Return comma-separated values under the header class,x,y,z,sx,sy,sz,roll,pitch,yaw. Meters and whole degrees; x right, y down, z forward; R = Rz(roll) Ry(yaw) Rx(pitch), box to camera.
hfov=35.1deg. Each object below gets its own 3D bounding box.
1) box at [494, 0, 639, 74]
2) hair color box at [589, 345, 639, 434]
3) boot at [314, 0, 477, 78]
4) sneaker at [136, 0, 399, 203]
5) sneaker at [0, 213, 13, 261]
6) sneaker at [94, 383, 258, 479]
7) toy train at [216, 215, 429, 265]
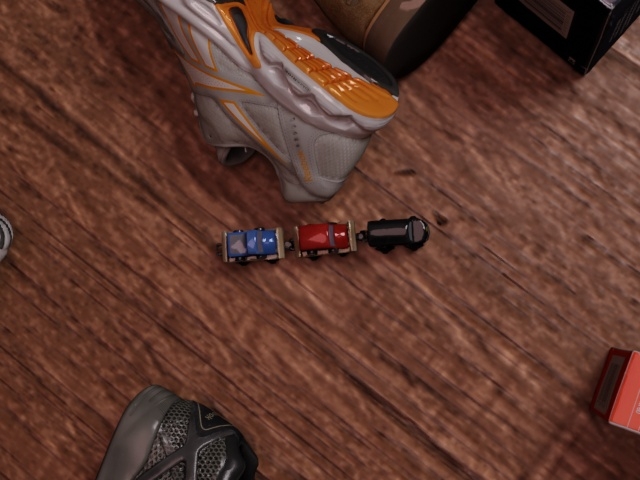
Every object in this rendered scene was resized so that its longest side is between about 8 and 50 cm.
class,x,y,z,sx,sy,sz,roll,pitch,yaw
box,0.200,-0.213,0.670,0.093,0.156,0.158,43,91,10
hair color box,0.270,0.121,0.664,0.167,0.093,0.053,20,88,8
boot,0.111,-0.266,0.717,0.305,0.112,0.115,-46,71,4
sneaker,-0.072,-0.123,0.731,0.262,0.099,0.121,42,124,23
sneaker,-0.383,0.020,0.753,0.281,0.106,0.162,16,90,8
sneaker,-0.108,0.229,0.706,0.130,0.087,0.227,21,83,15
toy train,0.000,0.000,0.737,0.158,0.036,0.027,-5,84,7
